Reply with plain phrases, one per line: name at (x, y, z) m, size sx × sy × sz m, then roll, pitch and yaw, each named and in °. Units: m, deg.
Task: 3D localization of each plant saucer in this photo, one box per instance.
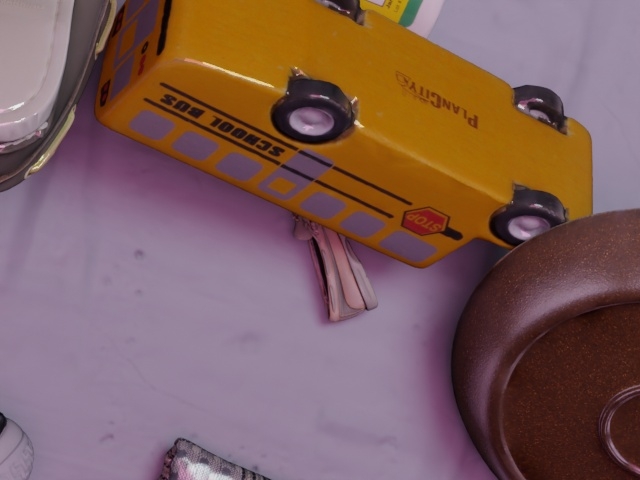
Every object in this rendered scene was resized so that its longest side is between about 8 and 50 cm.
plant saucer at (0.237, 0.120, 1.066) m, size 0.310 × 0.050 × 0.311 m, roll 9°, pitch 126°, yaw 13°

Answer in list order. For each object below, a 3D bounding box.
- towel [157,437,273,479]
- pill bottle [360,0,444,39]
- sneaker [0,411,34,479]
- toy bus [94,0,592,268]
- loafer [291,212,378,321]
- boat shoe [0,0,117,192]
towel at (-0.038, 0.349, 1.125) m, size 0.312 × 0.056 × 0.324 m, roll 26°, pitch 84°, yaw -13°
pill bottle at (-0.016, -0.209, 1.079) m, size 0.208 × 0.117 × 0.118 m, roll 19°, pitch 87°, yaw -10°
sneaker at (-0.357, 0.184, 0.951) m, size 0.210 × 0.137 × 0.366 m, roll 54°, pitch 54°, yaw -18°
toy bus at (0.027, -0.076, 1.049) m, size 0.332 × 0.130 × 0.108 m, roll 24°, pitch 51°, yaw -26°
loafer at (0.000, 0.000, 1.124) m, size 0.039 × 0.045 × 0.125 m, roll -26°, pitch 98°, yaw -3°
boat shoe at (-0.185, -0.167, 1.021) m, size 0.109 × 0.091 × 0.305 m, roll 13°, pitch 54°, yaw -2°
